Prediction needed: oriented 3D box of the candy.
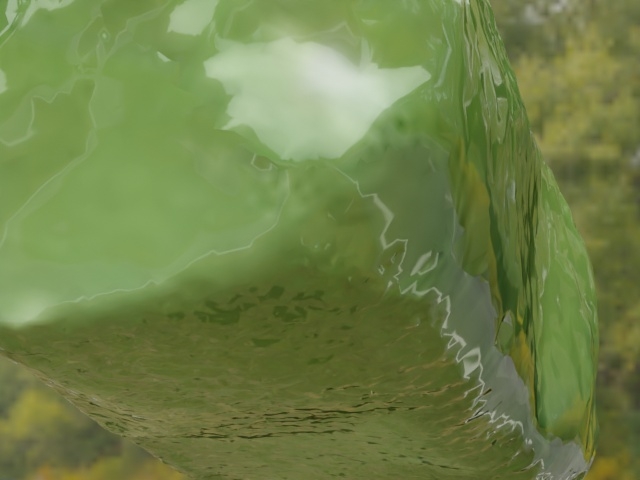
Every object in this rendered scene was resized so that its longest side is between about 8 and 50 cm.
[{"bbox_3d":[0.000,0.000,0.505,0.132,0.142,0.343,-20,-23,7],"label":"candy"}]
